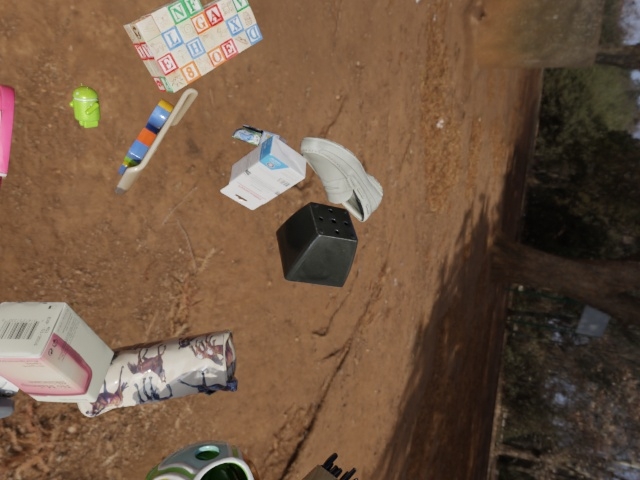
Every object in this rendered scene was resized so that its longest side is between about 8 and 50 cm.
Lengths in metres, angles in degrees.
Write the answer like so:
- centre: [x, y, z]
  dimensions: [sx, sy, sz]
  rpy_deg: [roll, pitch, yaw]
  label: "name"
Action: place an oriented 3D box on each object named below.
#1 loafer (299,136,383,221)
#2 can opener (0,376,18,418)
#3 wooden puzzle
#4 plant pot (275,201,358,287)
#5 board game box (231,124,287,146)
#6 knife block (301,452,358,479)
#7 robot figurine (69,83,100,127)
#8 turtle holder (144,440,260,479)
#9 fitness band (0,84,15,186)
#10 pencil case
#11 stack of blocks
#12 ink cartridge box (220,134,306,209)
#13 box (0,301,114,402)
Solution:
- centre: [0.054, -0.146, 1.179]
  dimensions: [0.319, 0.112, 0.112]
  rpy_deg: [33, 75, -46]
  label: "loafer"
- centre: [-0.759, 0.291, 0.961]
  dimensions: [0.076, 0.095, 0.283]
  rpy_deg: [-48, 132, 6]
  label: "can opener"
- centre: [-0.557, -0.328, 1.548]
  dimensions: [0.080, 0.322, 0.348]
  rpy_deg: [36, 66, -20]
  label: "wooden puzzle"
- centre: [0.000, 0.000, 1.337]
  dimensions: [0.167, 0.188, 0.188]
  rpy_deg: [-58, -146, 39]
  label: "plant pot"
- centre: [-0.205, -0.354, 1.650]
  dimensions: [0.194, 0.194, 0.060]
  rpy_deg: [-129, -123, -75]
  label: "board game box"
- centre: [-0.018, 0.730, 1.402]
  dimensions: [0.242, 0.275, 0.088]
  rpy_deg: [-116, -139, -66]
  label: "knife block"
- centre: [-0.658, -0.379, 1.338]
  dimensions: [0.067, 0.101, 0.115]
  rpy_deg: [-23, 132, -44]
  label: "robot figurine"
- centre: [-0.276, 0.547, 1.006]
  dimensions: [0.227, 0.320, 0.244]
  rpy_deg: [-45, -144, 44]
  label: "turtle holder"
- centre: [-0.824, -0.250, 1.213]
  dimensions: [0.054, 0.209, 0.291]
  rpy_deg: [7, 96, -35]
  label: "fitness band"
- centre: [-0.427, 0.359, 1.270]
  dimensions: [0.160, 0.410, 0.184]
  rpy_deg: [-124, -154, -76]
  label: "pencil case"
- centre: [-0.310, -0.524, 1.197]
  dimensions: [0.297, 0.087, 0.171]
  rpy_deg: [-41, 128, -23]
  label: "stack of blocks"
- centre: [-0.131, -0.148, 1.072]
  dimensions: [0.104, 0.180, 0.060]
  rpy_deg: [31, 47, -37]
  label: "ink cartridge box"
- centre: [-0.576, 0.243, 1.015]
  dimensions: [0.232, 0.148, 0.127]
  rpy_deg: [81, 10, -50]
  label: "box"
